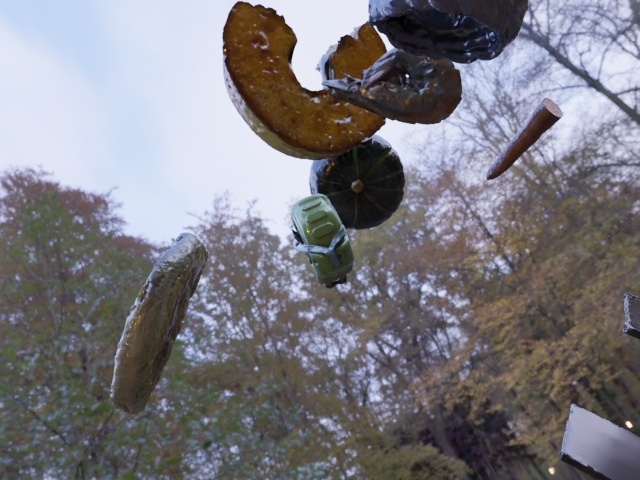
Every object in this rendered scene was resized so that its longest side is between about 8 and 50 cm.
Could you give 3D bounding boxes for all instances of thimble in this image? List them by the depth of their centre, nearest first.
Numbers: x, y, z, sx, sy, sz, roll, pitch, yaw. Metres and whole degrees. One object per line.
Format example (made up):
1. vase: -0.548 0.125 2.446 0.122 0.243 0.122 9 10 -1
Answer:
1. thimble: 0.194 -0.377 0.792 0.205 0.236 0.172 31 -103 -73

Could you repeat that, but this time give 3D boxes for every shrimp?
1. shrimp: 0.146 -0.339 1.120 0.062 0.316 0.164 -31 -48 -59

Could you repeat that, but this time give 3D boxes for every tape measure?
1. tape measure: 0.000 0.000 1.026 0.106 0.175 0.200 -24 -10 -2

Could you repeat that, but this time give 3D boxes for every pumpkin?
1. pumpkin: 0.119 -0.192 1.715 0.323 0.323 0.241 -38 2 14

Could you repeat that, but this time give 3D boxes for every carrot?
1. carrot: 0.435 -0.208 1.166 0.057 0.057 0.224 -2 -38 -36

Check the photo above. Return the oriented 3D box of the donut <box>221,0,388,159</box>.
1. donut: -0.043 -0.371 1.300 0.435 0.378 0.163 7 -14 -20

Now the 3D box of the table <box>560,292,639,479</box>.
1. table: 0.548 0.261 0.778 0.196 0.282 0.251 -23 -48 -58

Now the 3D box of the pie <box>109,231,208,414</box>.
1. pie: -0.282 0.142 0.926 0.075 0.338 0.337 22 -49 -7
